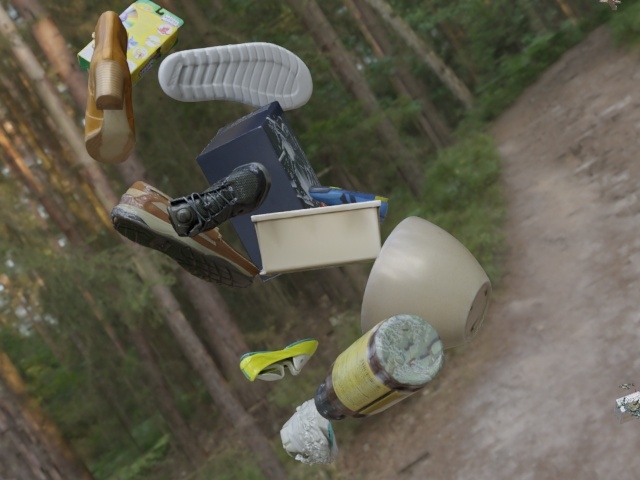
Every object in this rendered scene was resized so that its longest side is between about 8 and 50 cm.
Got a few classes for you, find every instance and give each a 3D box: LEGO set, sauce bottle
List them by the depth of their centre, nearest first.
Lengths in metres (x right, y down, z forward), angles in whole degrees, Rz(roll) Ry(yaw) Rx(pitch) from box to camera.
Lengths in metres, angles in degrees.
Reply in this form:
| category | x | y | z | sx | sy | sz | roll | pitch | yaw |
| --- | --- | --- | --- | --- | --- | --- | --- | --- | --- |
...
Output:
| category | x | y | z | sx | sy | sz | roll | pitch | yaw |
| --- | --- | --- | --- | --- | --- | --- | --- | --- | --- |
| sauce bottle | 0.070 | 0.207 | 1.366 | 0.111 | 0.111 | 0.344 | -33 | -7 | -28 |
| LEGO set | 0.628 | 0.327 | 1.816 | 0.054 | 0.023 | 0.083 | 1 | 50 | 23 |

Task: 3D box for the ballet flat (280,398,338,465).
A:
| category | x | y | z | sx | sy | sz | roll | pitch | yaw |
| --- | --- | --- | --- | --- | --- | --- | --- | --- | --- |
| ballet flat | -0.029 | 0.482 | 2.185 | 0.147 | 0.147 | 0.409 | -33 | -21 | -11 |

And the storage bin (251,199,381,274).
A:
| category | x | y | z | sx | sy | sz | roll | pitch | yaw |
| --- | --- | --- | --- | --- | --- | --- | --- | --- | --- |
| storage bin | 0.000 | 0.000 | 1.930 | 0.262 | 0.123 | 0.260 | -8 | -3 | 0 |

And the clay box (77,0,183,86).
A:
| category | x | y | z | sx | sy | sz | roll | pitch | yaw |
| --- | --- | --- | --- | --- | --- | --- | --- | --- | --- |
| clay box | -0.416 | -0.436 | 2.004 | 0.222 | 0.127 | 0.053 | -51 | -13 | -28 |

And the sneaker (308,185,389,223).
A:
| category | x | y | z | sx | sy | sz | roll | pitch | yaw |
| --- | --- | --- | --- | --- | --- | --- | --- | --- | --- |
| sneaker | 0.065 | -0.080 | 2.119 | 0.209 | 0.082 | 0.069 | 9 | 8 | -27 |

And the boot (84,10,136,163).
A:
| category | x | y | z | sx | sy | sz | roll | pitch | yaw |
| --- | --- | --- | --- | --- | --- | --- | --- | --- | --- |
| boot | -0.426 | -0.309 | 1.851 | 0.104 | 0.211 | 0.295 | 3 | -27 | -12 |

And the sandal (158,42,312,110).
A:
| category | x | y | z | sx | sy | sz | roll | pitch | yaw |
| --- | --- | --- | --- | --- | --- | --- | --- | --- | --- |
| sandal | -0.216 | -0.423 | 2.296 | 0.416 | 0.169 | 0.102 | 1 | 8 | -28 |

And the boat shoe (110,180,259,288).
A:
| category | x | y | z | sx | sy | sz | roll | pitch | yaw |
| --- | --- | --- | --- | --- | --- | --- | --- | --- | --- |
| boat shoe | -0.264 | -0.016 | 1.847 | 0.122 | 0.324 | 0.120 | -27 | 38 | 54 |

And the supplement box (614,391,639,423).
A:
| category | x | y | z | sx | sy | sz | roll | pitch | yaw |
| --- | --- | --- | --- | --- | --- | --- | --- | --- | --- |
| supplement box | 0.771 | 0.418 | 2.250 | 0.062 | 0.036 | 0.098 | -21 | -32 | 2 |

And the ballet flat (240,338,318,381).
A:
| category | x | y | z | sx | sy | sz | roll | pitch | yaw |
| --- | --- | --- | --- | --- | --- | --- | --- | --- | --- |
| ballet flat | -0.094 | 0.309 | 2.271 | 0.231 | 0.077 | 0.077 | -8 | -36 | -34 |

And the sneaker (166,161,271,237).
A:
| category | x | y | z | sx | sy | sz | roll | pitch | yaw |
| --- | --- | --- | --- | --- | --- | --- | --- | --- | --- |
| sneaker | -0.196 | -0.067 | 1.675 | 0.227 | 0.087 | 0.130 | -25 | 3 | 33 |

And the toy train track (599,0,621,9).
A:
| category | x | y | z | sx | sy | sz | roll | pitch | yaw |
| --- | --- | --- | --- | --- | --- | --- | --- | --- | --- |
| toy train track | 0.685 | -0.560 | 2.119 | 0.048 | 0.014 | 0.083 | 10 | 0 | 27 |

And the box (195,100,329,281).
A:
| category | x | y | z | sx | sy | sz | roll | pitch | yaw |
| --- | --- | --- | --- | --- | --- | --- | --- | --- | --- |
| box | -0.121 | -0.128 | 2.205 | 0.179 | 0.343 | 0.312 | -24 | 17 | 13 |

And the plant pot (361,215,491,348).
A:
| category | x | y | z | sx | sy | sz | roll | pitch | yaw |
| --- | --- | --- | --- | --- | --- | --- | --- | --- | --- |
| plant pot | 0.235 | 0.112 | 1.836 | 0.284 | 0.191 | 0.284 | -43 | -36 | -44 |
